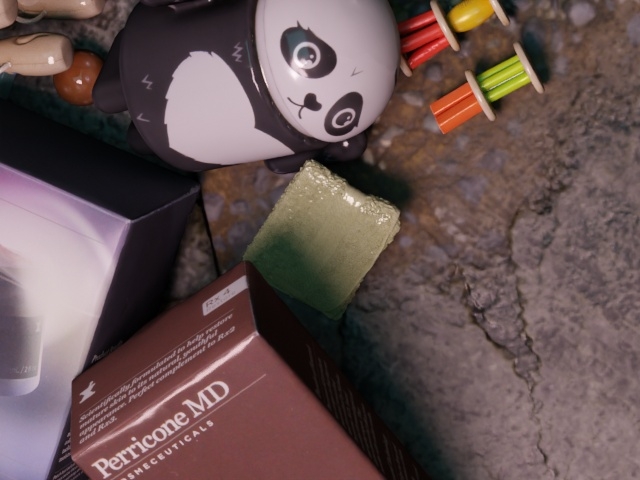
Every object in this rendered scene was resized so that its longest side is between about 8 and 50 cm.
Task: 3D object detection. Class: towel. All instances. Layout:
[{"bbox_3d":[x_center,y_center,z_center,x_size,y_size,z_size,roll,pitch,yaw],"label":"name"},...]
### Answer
[{"bbox_3d":[0.000,0.000,1.716,0.110,0.027,0.148,29,128,-3],"label":"towel"}]

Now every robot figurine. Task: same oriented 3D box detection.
[{"bbox_3d":[-0.064,-0.152,1.672,0.278,0.209,0.174,-9,84,32],"label":"robot figurine"}]

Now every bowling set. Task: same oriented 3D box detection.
[{"bbox_3d":[-0.292,-0.199,1.748,0.154,0.287,0.200,-2,123,19],"label":"bowling set"}]

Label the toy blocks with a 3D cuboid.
[{"bbox_3d":[0.110,-0.153,1.714,0.148,0.054,0.123,-27,84,11],"label":"toy blocks"}]

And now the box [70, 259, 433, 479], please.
[{"bbox_3d":[-0.021,0.224,1.611,0.191,0.143,0.381,-35,113,11],"label":"box"}]

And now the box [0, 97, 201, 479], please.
[{"bbox_3d":[-0.307,0.039,1.714,0.296,0.183,0.294,23,106,12],"label":"box"}]

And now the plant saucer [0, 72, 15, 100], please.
[{"bbox_3d":[-0.388,-0.175,1.845,0.192,0.018,0.067,21,94,11],"label":"plant saucer"}]
